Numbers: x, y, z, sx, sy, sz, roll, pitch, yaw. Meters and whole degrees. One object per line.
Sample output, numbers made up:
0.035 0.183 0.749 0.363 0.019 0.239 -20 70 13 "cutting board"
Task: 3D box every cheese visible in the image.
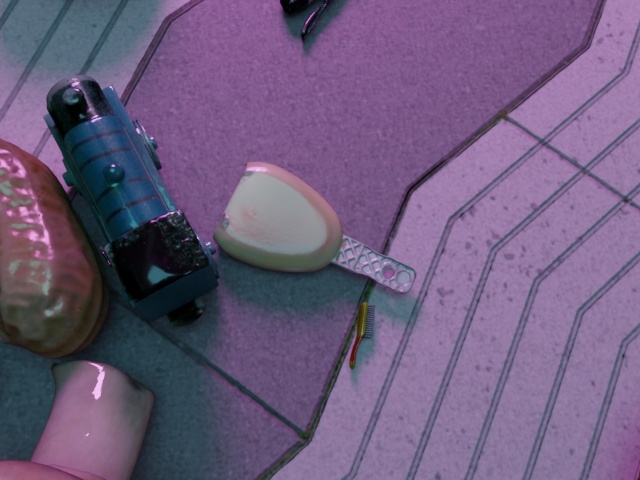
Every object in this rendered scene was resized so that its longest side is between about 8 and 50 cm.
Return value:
0.000 0.000 0.925 0.252 0.054 0.127 24 77 1 "cheese"

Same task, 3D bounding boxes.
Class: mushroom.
-0.260 0.273 0.734 0.315 0.314 0.336 12 53 -1 "mushroom"

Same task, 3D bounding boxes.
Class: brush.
0.051 0.118 0.913 0.021 0.019 0.083 16 72 -10 "brush"

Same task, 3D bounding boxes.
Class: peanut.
-0.354 -0.010 0.855 0.153 0.140 0.325 -41 78 7 "peanut"

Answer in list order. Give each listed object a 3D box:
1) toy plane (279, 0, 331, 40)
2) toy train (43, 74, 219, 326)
-0.001 -0.372 1.031 0.078 0.053 0.197 34 75 -4 "toy plane"
-0.215 -0.046 0.846 0.120 0.194 0.298 -28 78 -10 "toy train"
